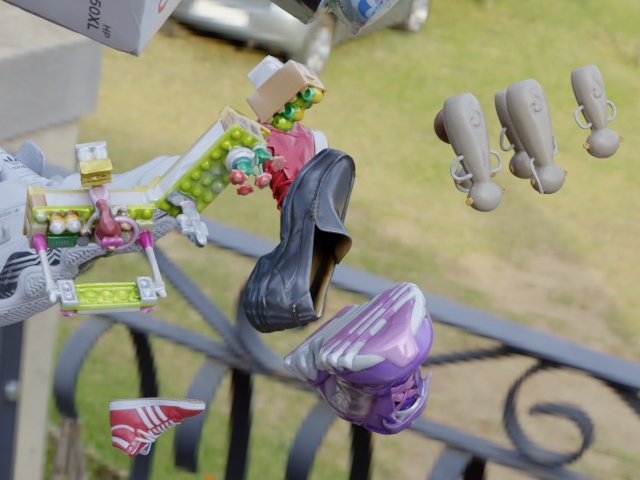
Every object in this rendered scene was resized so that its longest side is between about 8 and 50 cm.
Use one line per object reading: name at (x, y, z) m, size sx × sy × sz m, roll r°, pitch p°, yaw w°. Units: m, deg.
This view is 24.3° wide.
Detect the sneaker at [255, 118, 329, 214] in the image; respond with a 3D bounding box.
sneaker at (-0.055, -0.070, 1.881) m, size 0.128 × 0.087 × 0.221 m, roll 27°, pitch 40°, yaw -33°

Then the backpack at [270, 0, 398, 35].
backpack at (0.046, -0.376, 1.771) m, size 0.191 × 0.253 × 0.225 m, roll 34°, pitch -1°, yaw -5°

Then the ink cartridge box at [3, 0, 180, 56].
ink cartridge box at (-0.145, -0.412, 1.402) m, size 0.166 × 0.285 × 0.395 m, roll 23°, pitch 48°, yaw 6°

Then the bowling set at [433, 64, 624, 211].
bowling set at (0.249, -0.125, 2.001) m, size 0.287 × 0.154 × 0.200 m, roll -15°, pitch 0°, yaw -28°

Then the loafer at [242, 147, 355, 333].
loafer at (0.000, 0.000, 1.159) m, size 0.061 × 0.062 × 0.170 m, roll 0°, pitch 56°, yaw 34°

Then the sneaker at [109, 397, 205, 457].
sneaker at (-0.185, 0.212, 1.683) m, size 0.118 × 0.067 × 0.042 m, roll -4°, pitch -11°, yaw 21°

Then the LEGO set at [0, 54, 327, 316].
LEGO set at (-0.117, -0.025, 1.090) m, size 0.287 × 0.132 × 0.107 m, roll -18°, pitch 46°, yaw -5°

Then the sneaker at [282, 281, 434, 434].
sneaker at (0.049, 0.103, 1.172) m, size 0.095 × 0.104 × 0.236 m, roll -37°, pitch 2°, yaw -15°

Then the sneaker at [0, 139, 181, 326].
sneaker at (-0.325, -0.056, 1.825) m, size 0.137 × 0.366 × 0.210 m, roll -7°, pitch 67°, yaw -63°
